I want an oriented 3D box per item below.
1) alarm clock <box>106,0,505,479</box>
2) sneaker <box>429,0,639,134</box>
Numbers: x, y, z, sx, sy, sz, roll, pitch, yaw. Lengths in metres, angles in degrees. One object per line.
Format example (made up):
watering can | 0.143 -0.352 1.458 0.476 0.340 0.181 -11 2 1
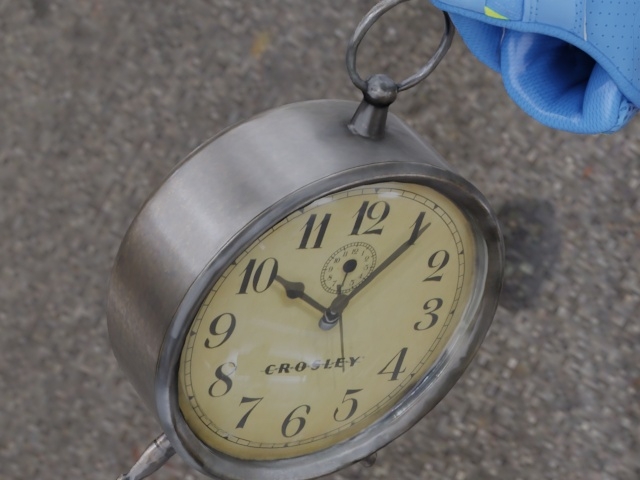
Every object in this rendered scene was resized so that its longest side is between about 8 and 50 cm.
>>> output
alarm clock | 0.000 0.000 0.582 0.064 0.129 0.192 52 131 40
sneaker | 0.103 -0.094 0.554 0.091 0.240 0.126 26 102 41
